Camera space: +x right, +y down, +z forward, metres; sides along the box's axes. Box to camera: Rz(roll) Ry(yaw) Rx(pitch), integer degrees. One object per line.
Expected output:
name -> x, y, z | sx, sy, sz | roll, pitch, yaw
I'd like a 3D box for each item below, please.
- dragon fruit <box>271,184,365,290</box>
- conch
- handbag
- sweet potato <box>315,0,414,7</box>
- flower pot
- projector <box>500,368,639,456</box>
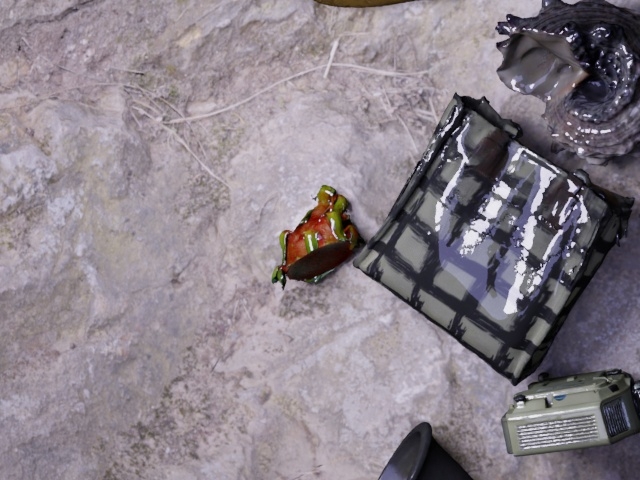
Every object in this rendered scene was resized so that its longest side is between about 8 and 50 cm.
dragon fruit -> 0.000, 0.000, 1.892 | 0.142, 0.138, 0.175 | 13, 63, -16
conch -> 0.394, -0.238, 1.708 | 0.313, 0.186, 0.240 | 33, 113, -4
handbag -> 0.259, -0.002, 1.734 | 0.325, 0.162, 0.327 | 36, 116, 16
sweet potato -> 0.141, -0.438, 1.814 | 0.423, 0.130, 0.130 | -4, 91, 15
flower pot -> 0.167, 0.419, 1.803 | 0.148, 0.235, 0.235 | 30, 103, -4
projector -> 0.376, 0.240, 1.666 | 0.193, 0.269, 0.088 | -11, 88, 21
